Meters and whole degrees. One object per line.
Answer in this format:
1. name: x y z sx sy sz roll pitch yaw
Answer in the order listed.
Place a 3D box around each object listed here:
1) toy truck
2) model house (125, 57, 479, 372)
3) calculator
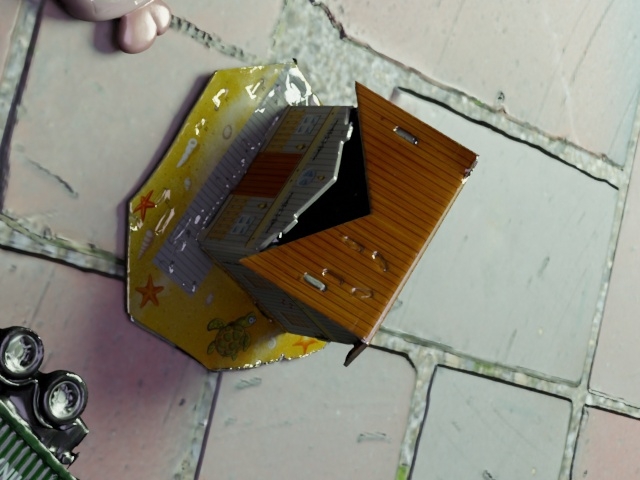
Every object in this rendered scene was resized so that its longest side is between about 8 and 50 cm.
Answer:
1. toy truck: -0.232 0.063 0.755 0.121 0.088 0.259 -51 124 -25
2. model house: 0.000 0.000 0.916 0.207 0.136 0.219 48 64 -34
3. calculator: -0.136 -0.196 0.857 0.103 0.024 0.166 -38 116 -33
